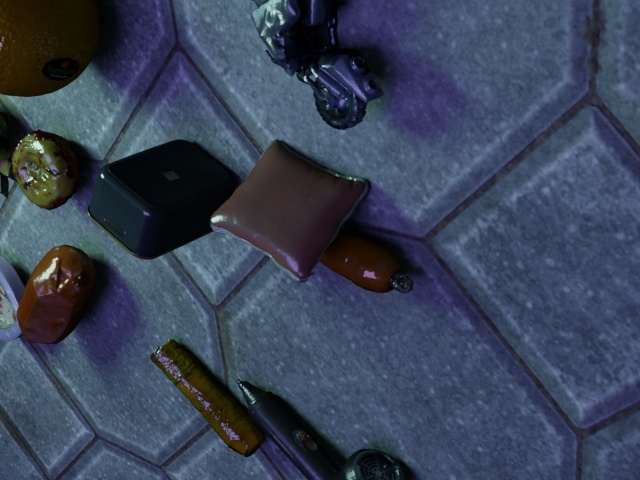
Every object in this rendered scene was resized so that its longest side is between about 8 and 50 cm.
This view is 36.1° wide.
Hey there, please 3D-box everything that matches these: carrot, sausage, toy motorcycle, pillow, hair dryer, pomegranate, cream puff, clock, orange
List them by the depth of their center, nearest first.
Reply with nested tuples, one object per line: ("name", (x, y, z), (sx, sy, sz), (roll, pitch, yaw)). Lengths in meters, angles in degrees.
("toy motorcycle", (-0.006, -0.277, 1.241), (0.270, 0.106, 0.159), (58, 142, 6))
("pillow", (-0.044, -0.044, 1.379), (0.179, 0.171, 0.075), (29, 164, 26))
("carrot", (0.000, 0.000, 1.416), (0.336, 0.069, 0.069), (27, 128, 33))
("orange", (-0.455, -0.332, 1.522), (0.236, 0.236, 0.236), (21, 125, 33))
("hair dryer", (-0.022, 0.337, 1.604), (0.352, 0.107, 0.189), (44, 132, 22))
("carrot", (-0.201, 0.277, 1.746), (0.260, 0.070, 0.070), (44, 135, 15))
("cream puff", (-0.483, -0.129, 1.761), (0.149, 0.084, 0.149), (16, 120, 30))
("pomegranate", (-0.625, -0.175, 1.822), (0.191, 0.152, 0.131), (44, 104, 10))
("sausage", (-0.503, 0.105, 1.877), (0.133, 0.133, 0.258), (48, 136, 11))
("clock", (-0.652, 0.126, 2.066), (0.172, 0.064, 0.198), (31, 130, 26))

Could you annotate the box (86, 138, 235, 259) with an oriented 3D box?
("box", (-0.238, -0.070, 1.493), (0.144, 0.201, 0.090), (38, 129, 21))
